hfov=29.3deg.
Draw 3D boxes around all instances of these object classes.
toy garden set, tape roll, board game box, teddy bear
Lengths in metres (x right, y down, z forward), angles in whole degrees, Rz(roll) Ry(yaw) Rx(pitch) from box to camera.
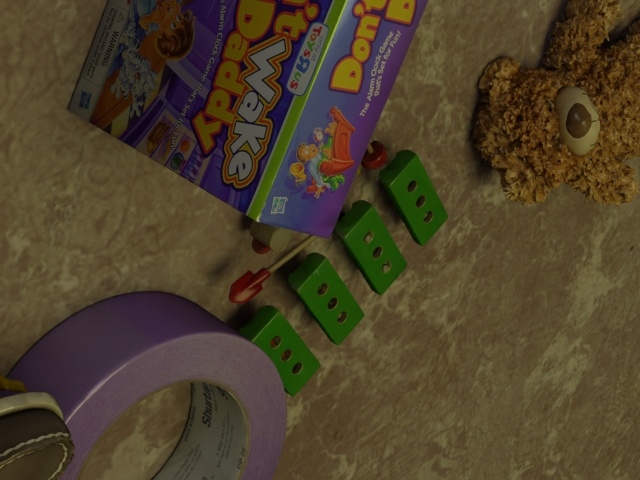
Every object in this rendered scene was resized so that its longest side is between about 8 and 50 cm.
[{"bbox_3d":[0.000,0.000,1.162,0.244,0.049,0.204,-48,140,-12],"label":"toy garden set"},{"bbox_3d":[-0.161,0.187,1.073,0.275,0.090,0.275,-23,128,-34],"label":"tape roll"},{"bbox_3d":[-0.028,-0.208,0.864,0.078,0.233,0.347,13,103,-49],"label":"board game box"},{"bbox_3d":[0.316,-0.150,1.347,0.338,0.113,0.245,2,109,-46],"label":"teddy bear"}]

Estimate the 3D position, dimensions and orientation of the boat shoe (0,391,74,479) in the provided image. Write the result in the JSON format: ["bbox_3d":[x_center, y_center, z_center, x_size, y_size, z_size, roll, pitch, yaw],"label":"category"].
[{"bbox_3d":[-0.299,0.230,0.845,0.324,0.097,0.116,-34,142,-23],"label":"boat shoe"}]

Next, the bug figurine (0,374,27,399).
[{"bbox_3d":[-0.342,0.149,0.875,0.216,0.072,0.279,-57,145,6],"label":"bug figurine"}]
